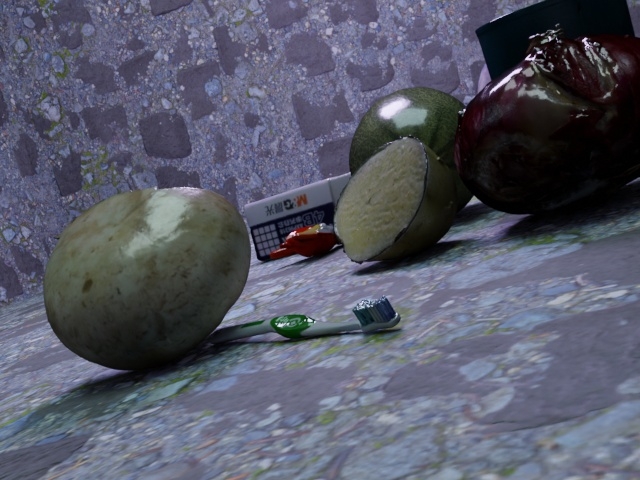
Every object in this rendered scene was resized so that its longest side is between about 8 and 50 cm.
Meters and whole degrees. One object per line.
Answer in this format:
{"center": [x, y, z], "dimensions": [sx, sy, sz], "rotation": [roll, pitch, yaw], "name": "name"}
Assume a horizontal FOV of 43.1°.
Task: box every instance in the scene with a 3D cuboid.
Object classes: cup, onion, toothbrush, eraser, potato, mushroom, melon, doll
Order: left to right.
{"center": [-0.199, 0.068, 0.942], "dimensions": [0.254, 0.195, 0.189], "rotation": [-16, 39, 18], "name": "mushroom"}
{"center": [-0.030, 0.090, 0.833], "dimensions": [0.030, 0.030, 0.304], "rotation": [-23, 4, -40], "name": "toothbrush"}
{"center": [-0.010, -0.051, 1.646], "dimensions": [0.287, 0.130, 0.086], "rotation": [-16, 2, 32], "name": "eraser"}
{"center": [0.000, 0.000, 1.489], "dimensions": [0.169, 0.057, 0.109], "rotation": [-5, -17, -30], "name": "doll"}
{"center": [0.120, -0.040, 1.139], "dimensions": [0.117, 0.182, 0.202], "rotation": [21, -38, -29], "name": "potato"}
{"center": [0.167, -0.145, 1.405], "dimensions": [0.237, 0.237, 0.301], "rotation": [-18, 8, 3], "name": "melon"}
{"center": [0.399, -0.246, 1.372], "dimensions": [0.242, 0.292, 0.308], "rotation": [-22, 5, -33], "name": "cup"}
{"center": [0.311, -0.154, 1.040], "dimensions": [0.314, 0.232, 0.314], "rotation": [-18, -16, -5], "name": "onion"}

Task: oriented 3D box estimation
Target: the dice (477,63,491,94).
{"center": [0.561, -0.345, 1.945], "dimensions": [0.271, 0.270, 0.270], "rotation": [-23, 7, -43], "name": "dice"}
